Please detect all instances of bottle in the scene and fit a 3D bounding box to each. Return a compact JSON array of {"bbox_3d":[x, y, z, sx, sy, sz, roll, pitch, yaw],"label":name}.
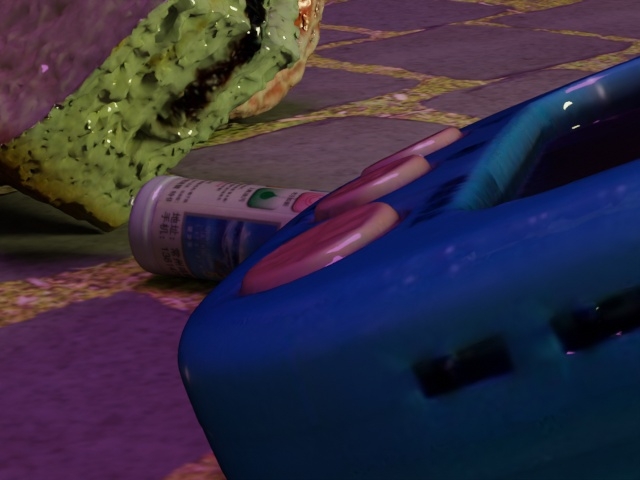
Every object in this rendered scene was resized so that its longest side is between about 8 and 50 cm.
[{"bbox_3d":[0.000,0.000,0.833,0.217,0.060,0.060,5,18,29],"label":"bottle"}]

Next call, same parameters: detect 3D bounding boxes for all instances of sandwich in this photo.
[{"bbox_3d":[-0.159,-0.149,1.018,0.325,0.262,0.131,14,-18,44],"label":"sandwich"}]

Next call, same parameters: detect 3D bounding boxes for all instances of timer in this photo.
[{"bbox_3d":[0.119,-0.002,0.591,0.309,0.115,0.340,-21,8,18],"label":"timer"}]

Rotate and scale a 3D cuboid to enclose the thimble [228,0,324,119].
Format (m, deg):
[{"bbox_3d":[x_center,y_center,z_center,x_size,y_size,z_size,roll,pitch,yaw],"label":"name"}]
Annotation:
[{"bbox_3d":[-0.113,-0.210,1.265,0.162,0.239,0.239,9,20,33],"label":"thimble"}]
